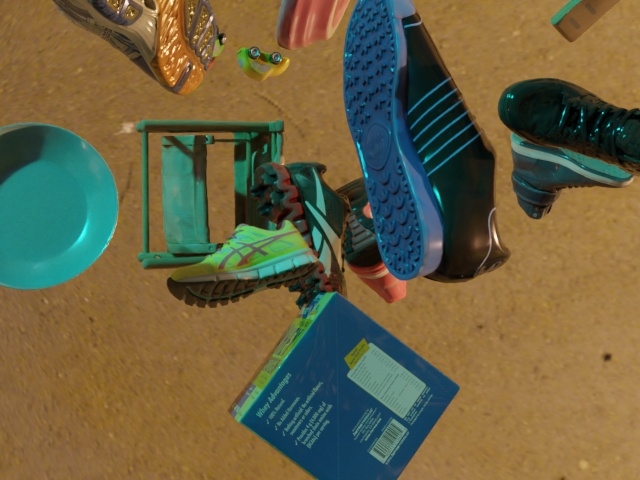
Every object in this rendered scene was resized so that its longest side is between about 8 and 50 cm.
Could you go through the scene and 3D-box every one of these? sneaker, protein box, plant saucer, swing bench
[{"bbox_3d":[0.216,-0.075,0.716,0.170,0.089,0.051,19,92,-11],"label":"sneaker"},{"bbox_3d":[-0.218,-0.265,1.131,0.131,0.296,0.112,20,78,22],"label":"sneaker"},{"bbox_3d":[0.000,0.000,1.542,0.135,0.097,0.276,-19,85,-26],"label":"sneaker"},{"bbox_3d":[0.026,0.201,1.285,0.201,0.136,0.200,38,81,-7],"label":"protein box"},{"bbox_3d":[0.080,-0.080,0.757,0.090,0.081,0.232,0,74,-31],"label":"sneaker"},{"bbox_3d":[0.081,0.004,1.811,0.116,0.314,0.136,-26,122,7],"label":"sneaker"},{"bbox_3d":[0.022,-0.474,1.725,0.084,0.332,0.332,21,87,1],"label":"plant saucer"},{"bbox_3d":[-0.189,-0.082,1.771,0.254,0.165,0.253,-1,95,-13],"label":"swing bench"},{"bbox_3d":[-0.111,0.026,1.352,0.208,0.081,0.094,-12,68,-26],"label":"sneaker"},{"bbox_3d":[-0.329,-0.037,1.160,0.194,0.037,0.195,2,78,-9],"label":"plant saucer"},{"bbox_3d":[0.442,-0.101,1.802,0.086,0.226,0.163,-42,143,-35],"label":"sneaker"}]

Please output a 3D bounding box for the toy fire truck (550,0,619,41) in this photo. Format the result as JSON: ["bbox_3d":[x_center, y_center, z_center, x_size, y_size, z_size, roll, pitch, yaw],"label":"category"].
[{"bbox_3d":[0.320,-0.377,1.156,0.217,0.158,0.246,25,72,-21],"label":"toy fire truck"}]

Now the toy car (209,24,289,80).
[{"bbox_3d":[-0.193,-0.339,1.835,0.239,0.225,0.053,7,85,15],"label":"toy car"}]
